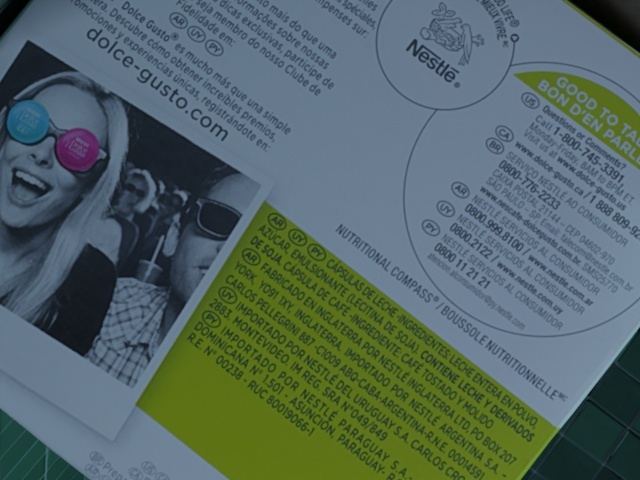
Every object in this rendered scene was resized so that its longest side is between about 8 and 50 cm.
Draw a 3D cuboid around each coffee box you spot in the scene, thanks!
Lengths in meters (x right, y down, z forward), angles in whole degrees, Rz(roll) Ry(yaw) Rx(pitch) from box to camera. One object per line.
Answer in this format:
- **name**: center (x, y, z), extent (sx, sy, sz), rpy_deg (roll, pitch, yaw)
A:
- **coffee box**: center (0.000, 0.000, 1.053), extent (0.334, 0.338, 0.337), rpy_deg (-52, 173, -2)

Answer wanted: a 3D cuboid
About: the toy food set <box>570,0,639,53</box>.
- **toy food set**: center (0.147, -0.185, 0.911), extent (0.092, 0.219, 0.306), rpy_deg (-40, -165, -5)
